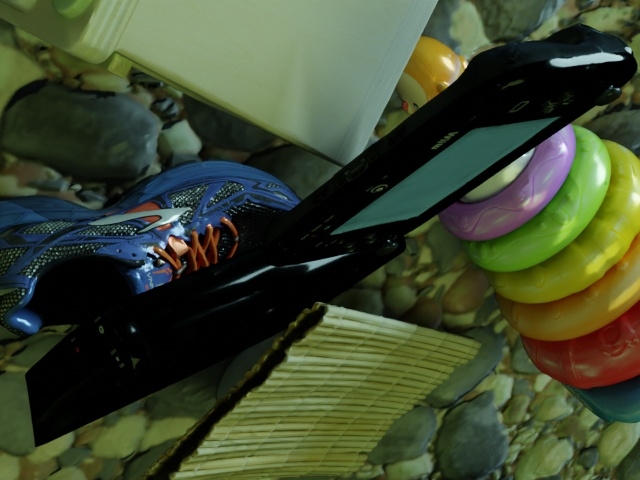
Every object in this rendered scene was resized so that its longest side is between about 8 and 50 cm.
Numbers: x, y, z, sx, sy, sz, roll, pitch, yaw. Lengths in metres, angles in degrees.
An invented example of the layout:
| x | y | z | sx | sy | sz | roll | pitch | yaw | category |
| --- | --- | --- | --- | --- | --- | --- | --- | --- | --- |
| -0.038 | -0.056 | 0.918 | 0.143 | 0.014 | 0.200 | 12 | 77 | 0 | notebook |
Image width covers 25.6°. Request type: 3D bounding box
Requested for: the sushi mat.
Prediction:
| x | y | z | sx | sy | sz | roll | pitch | yaw | category |
| --- | --- | --- | --- | --- | --- | --- | --- | --- | --- |
| 0.010 | 0.107 | 0.922 | 0.151 | 0.019 | 0.316 | -47 | 159 | 10 | sushi mat |

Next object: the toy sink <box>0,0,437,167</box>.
| x | y | z | sx | sy | sz | roll | pitch | yaw | category |
| --- | --- | --- | --- | --- | --- | --- | --- | --- | --- |
| -0.082 | -0.143 | 0.682 | 0.234 | 0.153 | 0.131 | 25 | 92 | -41 | toy sink |

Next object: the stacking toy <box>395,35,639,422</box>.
| x | y | z | sx | sy | sz | roll | pitch | yaw | category |
| --- | --- | --- | --- | --- | --- | --- | --- | --- | --- |
| 0.143 | -0.028 | 0.930 | 0.166 | 0.175 | 0.302 | -47 | 121 | 3 | stacking toy |

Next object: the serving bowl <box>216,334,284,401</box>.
| x | y | z | sx | sy | sz | roll | pitch | yaw | category |
| --- | --- | --- | --- | --- | --- | --- | --- | --- | --- |
| -0.030 | 0.108 | 0.989 | 0.083 | 0.027 | 0.083 | -16 | 128 | -22 | serving bowl |

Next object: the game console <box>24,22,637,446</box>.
| x | y | z | sx | sy | sz | roll | pitch | yaw | category |
| --- | --- | --- | --- | --- | --- | --- | --- | --- | --- |
| 0.000 | 0.000 | 0.712 | 0.213 | 0.044 | 0.361 | -23 | 170 | -43 | game console |

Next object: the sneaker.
| x | y | z | sx | sy | sz | roll | pitch | yaw | category |
| --- | --- | --- | --- | --- | --- | --- | --- | --- | --- |
| -0.106 | 0.014 | 0.838 | 0.221 | 0.087 | 0.083 | -14 | 128 | -21 | sneaker |
